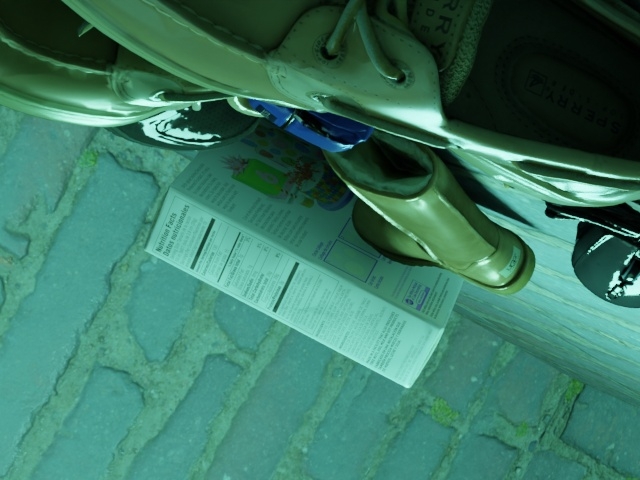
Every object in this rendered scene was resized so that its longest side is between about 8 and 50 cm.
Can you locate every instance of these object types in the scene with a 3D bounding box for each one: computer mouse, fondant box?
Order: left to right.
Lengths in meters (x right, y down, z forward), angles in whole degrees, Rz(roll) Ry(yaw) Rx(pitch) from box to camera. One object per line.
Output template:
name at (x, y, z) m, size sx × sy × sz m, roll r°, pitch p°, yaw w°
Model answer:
fondant box at (0.000, 0.000, 1.742) m, size 0.330 × 0.096 × 0.238 m, roll 28°, pitch -149°, yaw 2°
computer mouse at (0.223, 0.004, 1.269) m, size 0.184 × 0.060 × 0.262 m, roll 27°, pitch 176°, yaw -2°

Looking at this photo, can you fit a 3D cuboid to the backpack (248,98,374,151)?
backpack at (-0.005, -0.116, 0.923) m, size 0.120 × 0.101 × 0.098 m, roll 32°, pitch 170°, yaw -7°

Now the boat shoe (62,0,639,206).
boat shoe at (0.036, -0.107, 0.678) m, size 0.341 × 0.121 × 0.110 m, roll 18°, pitch 176°, yaw -22°

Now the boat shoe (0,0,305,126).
boat shoe at (-0.052, -0.117, 0.762) m, size 0.285 × 0.104 × 0.089 m, roll -7°, pitch 171°, yaw -39°

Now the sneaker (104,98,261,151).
sneaker at (-0.152, -0.156, 1.288) m, size 0.140 × 0.125 × 0.341 m, roll 18°, pitch 173°, yaw 43°

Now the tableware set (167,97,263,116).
tableware set at (-0.086, -0.134, 1.201) m, size 0.169 × 0.020 × 0.141 m, roll 1°, pitch 153°, yaw 4°

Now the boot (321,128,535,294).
boot at (0.076, -0.048, 1.529) m, size 0.236 × 0.089 × 0.269 m, roll 19°, pitch 170°, yaw 35°
